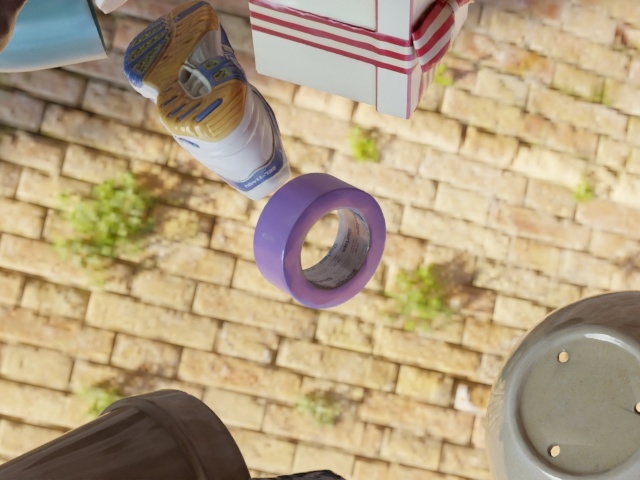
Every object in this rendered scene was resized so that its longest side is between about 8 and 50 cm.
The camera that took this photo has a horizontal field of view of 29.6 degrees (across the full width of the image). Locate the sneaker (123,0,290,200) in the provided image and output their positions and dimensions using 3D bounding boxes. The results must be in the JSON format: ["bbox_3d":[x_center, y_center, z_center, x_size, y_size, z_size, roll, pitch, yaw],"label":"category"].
[{"bbox_3d":[-0.113,-0.138,1.215,0.131,0.112,0.296,53,-172,-35],"label":"sneaker"}]

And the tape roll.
[{"bbox_3d":[0.000,0.000,1.779,0.189,0.189,0.080,21,-174,-41],"label":"tape roll"}]

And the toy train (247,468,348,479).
[{"bbox_3d":[-0.099,0.318,1.101,0.334,0.190,0.142,-2,-172,-26],"label":"toy train"}]

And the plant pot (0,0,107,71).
[{"bbox_3d":[-0.500,-0.404,1.948,0.235,0.293,0.293,-17,171,-5],"label":"plant pot"}]

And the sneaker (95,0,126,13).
[{"bbox_3d":[-0.277,-0.334,1.539,0.051,0.070,0.134,-31,-172,-9],"label":"sneaker"}]

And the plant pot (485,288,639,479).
[{"bbox_3d":[0.258,0.161,1.044,0.284,0.284,0.191,5,165,32],"label":"plant pot"}]

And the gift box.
[{"bbox_3d":[0.074,-0.323,1.571,0.258,0.255,0.276,18,148,18],"label":"gift box"}]

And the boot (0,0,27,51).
[{"bbox_3d":[-0.423,-0.276,1.237,0.248,0.207,0.090,34,142,-16],"label":"boot"}]

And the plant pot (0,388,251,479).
[{"bbox_3d":[-0.275,0.352,1.432,0.280,0.323,0.323,-4,-178,-40],"label":"plant pot"}]
